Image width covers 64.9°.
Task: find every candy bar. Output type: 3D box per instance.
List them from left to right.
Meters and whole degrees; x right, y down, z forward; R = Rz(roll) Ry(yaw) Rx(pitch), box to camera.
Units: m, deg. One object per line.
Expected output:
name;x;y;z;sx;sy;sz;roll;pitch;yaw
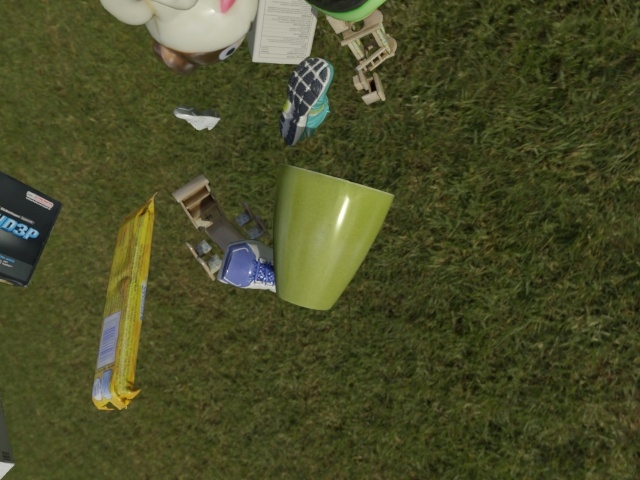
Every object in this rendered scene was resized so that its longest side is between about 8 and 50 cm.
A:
candy bar;-0.135;0.037;0.352;0.040;0.018;0.162;-26;53;29

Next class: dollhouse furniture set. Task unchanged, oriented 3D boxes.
dollhouse furniture set;-0.308;-0.054;1.474;0.242;0.212;0.161;43;162;35
dollhouse furniture set;0.102;-0.415;1.086;0.101;0.182;0.161;-18;70;21

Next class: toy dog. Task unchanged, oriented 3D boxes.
toy dog;-0.266;-0.430;0.747;0.395;0.408;0.285;12;72;42

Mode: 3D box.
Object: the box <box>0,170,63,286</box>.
box;-0.587;-0.036;0.872;0.051;0.220;0.175;-1;65;32

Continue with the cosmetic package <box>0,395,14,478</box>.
cosmetic package;-0.688;0.389;1.006;0.099;0.060;0.239;-50;47;-2

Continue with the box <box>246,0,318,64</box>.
box;-0.078;-0.563;1.126;0.311;0.147;0.121;110;151;-49

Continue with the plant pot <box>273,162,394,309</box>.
plant pot;0.000;0.000;1.168;0.274;0.274;0.294;19;97;30

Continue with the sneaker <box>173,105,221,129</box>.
sneaker;-0.368;-0.358;1.493;0.061;0.152;0.054;-52;59;30

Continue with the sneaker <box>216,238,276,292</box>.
sneaker;-0.090;0.087;1.312;0.182;0.315;0.128;15;89;51

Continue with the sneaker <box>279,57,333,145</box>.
sneaker;-0.027;-0.358;1.292;0.107;0.109;0.275;59;149;16

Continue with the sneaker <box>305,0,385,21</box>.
sneaker;0.036;-0.318;0.380;0.202;0.483;0.185;29;91;-15
